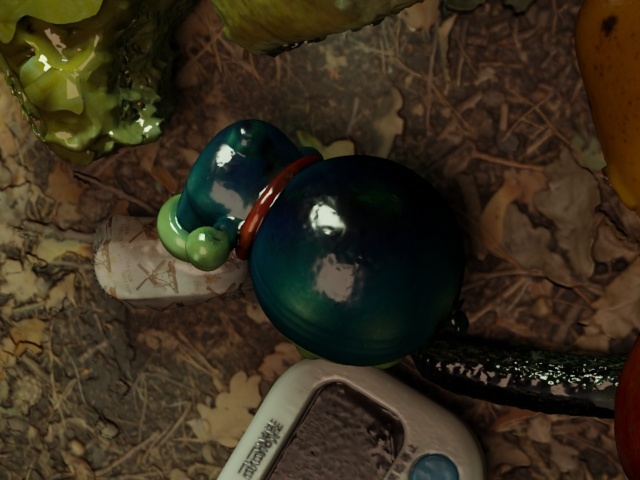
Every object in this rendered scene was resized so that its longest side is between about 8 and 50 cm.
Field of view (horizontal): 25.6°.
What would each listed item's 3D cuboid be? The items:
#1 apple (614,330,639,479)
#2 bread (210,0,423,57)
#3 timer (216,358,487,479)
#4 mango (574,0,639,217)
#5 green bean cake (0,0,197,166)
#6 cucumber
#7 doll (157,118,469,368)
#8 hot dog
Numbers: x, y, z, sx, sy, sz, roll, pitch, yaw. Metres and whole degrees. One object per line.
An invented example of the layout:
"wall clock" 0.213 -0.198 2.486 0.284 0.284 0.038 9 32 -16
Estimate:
"apple" 0.351 0.139 1.171 0.234 0.234 0.234 7 108 24
"bread" 0.061 -0.307 1.095 0.395 0.264 0.239 -34 98 3
"timer" 0.027 0.255 1.401 0.237 0.087 0.262 31 90 16
"mango" 0.324 -0.114 1.157 0.191 0.160 0.290 -46 73 35
"green bean cake" -0.197 -0.239 1.342 0.310 0.202 0.285 -30 92 30
"cucumber" 0.198 0.130 1.338 0.245 0.067 0.067 4 106 27
"doll" 0.000 -0.001 1.312 0.321 0.198 0.186 29 141 12
"hot dog" -0.153 0.021 1.477 0.191 0.059 0.108 -3 110 22
